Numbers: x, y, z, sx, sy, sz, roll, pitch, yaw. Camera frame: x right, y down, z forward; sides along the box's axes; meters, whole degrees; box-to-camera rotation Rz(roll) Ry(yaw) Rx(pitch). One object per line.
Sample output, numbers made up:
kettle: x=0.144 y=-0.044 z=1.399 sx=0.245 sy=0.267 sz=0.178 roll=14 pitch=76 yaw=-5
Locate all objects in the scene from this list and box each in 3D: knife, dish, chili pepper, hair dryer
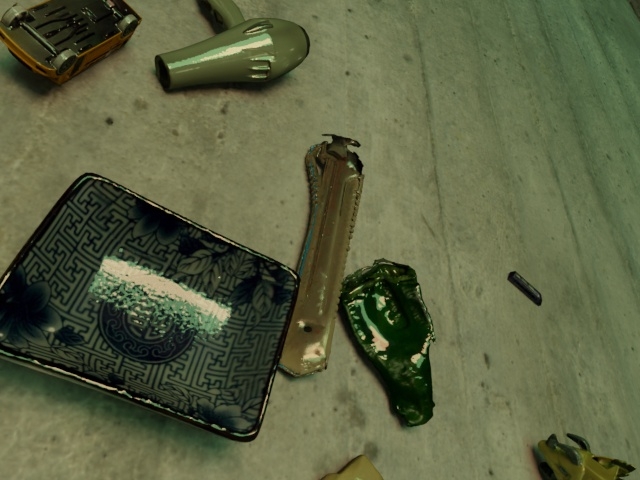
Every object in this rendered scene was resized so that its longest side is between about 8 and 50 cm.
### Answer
knife: x=0.001 y=0.003 z=0.616 sx=0.089 sy=0.043 sz=0.365 roll=5 pitch=57 yaw=9
dish: x=-0.155 y=0.069 z=0.444 sx=0.243 sy=0.080 sz=0.182 roll=27 pitch=52 yaw=-16
chili pepper: x=0.089 y=0.125 z=0.592 sx=0.108 sy=0.062 sz=0.216 roll=-13 pitch=73 yaw=-3
hair dryer: x=-0.175 y=-0.305 z=0.668 sx=0.267 sy=0.092 sz=0.229 roll=37 pitch=54 yaw=8

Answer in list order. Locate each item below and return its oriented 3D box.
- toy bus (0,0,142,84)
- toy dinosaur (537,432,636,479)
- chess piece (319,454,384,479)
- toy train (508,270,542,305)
toy bus: x=-0.286 y=-0.235 z=0.536 sx=0.069 sy=0.074 sz=0.162 roll=43 pitch=46 yaw=-15
toy dinosaur: x=0.397 y=0.342 z=0.568 sx=0.094 sy=0.259 sz=0.153 roll=-18 pitch=102 yaw=-37
chess piece: x=0.071 y=0.317 z=0.463 sx=0.090 sy=0.090 sz=0.200 roll=-28 pitch=70 yaw=-41
toy train: x=0.368 y=0.085 z=0.827 sx=0.083 sy=0.017 sz=0.017 roll=39 pitch=50 yaw=-9
